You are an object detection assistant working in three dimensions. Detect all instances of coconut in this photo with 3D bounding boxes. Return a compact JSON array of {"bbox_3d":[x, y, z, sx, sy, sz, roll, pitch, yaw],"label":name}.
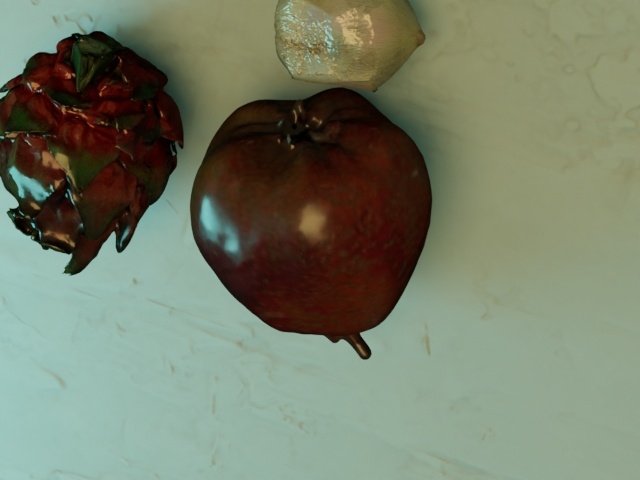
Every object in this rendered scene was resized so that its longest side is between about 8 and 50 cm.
[{"bbox_3d":[0.027,-0.175,1.555,0.124,0.110,0.110,10,113,19],"label":"coconut"}]

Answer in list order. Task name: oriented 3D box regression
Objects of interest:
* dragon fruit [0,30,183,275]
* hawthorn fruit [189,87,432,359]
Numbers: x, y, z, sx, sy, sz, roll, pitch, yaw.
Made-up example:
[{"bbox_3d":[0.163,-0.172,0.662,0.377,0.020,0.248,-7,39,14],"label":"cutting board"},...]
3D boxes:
[{"bbox_3d":[-0.209,-0.085,1.621,0.188,0.182,0.182,-39,96,11],"label":"dragon fruit"},{"bbox_3d":[0.000,0.000,1.581,0.208,0.208,0.248,-2,121,16],"label":"hawthorn fruit"}]
